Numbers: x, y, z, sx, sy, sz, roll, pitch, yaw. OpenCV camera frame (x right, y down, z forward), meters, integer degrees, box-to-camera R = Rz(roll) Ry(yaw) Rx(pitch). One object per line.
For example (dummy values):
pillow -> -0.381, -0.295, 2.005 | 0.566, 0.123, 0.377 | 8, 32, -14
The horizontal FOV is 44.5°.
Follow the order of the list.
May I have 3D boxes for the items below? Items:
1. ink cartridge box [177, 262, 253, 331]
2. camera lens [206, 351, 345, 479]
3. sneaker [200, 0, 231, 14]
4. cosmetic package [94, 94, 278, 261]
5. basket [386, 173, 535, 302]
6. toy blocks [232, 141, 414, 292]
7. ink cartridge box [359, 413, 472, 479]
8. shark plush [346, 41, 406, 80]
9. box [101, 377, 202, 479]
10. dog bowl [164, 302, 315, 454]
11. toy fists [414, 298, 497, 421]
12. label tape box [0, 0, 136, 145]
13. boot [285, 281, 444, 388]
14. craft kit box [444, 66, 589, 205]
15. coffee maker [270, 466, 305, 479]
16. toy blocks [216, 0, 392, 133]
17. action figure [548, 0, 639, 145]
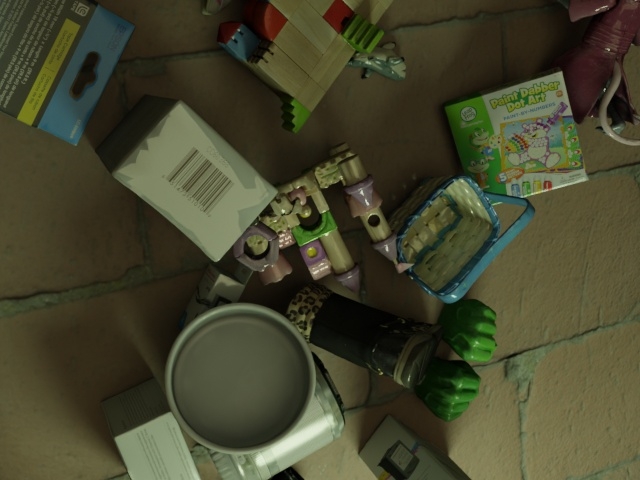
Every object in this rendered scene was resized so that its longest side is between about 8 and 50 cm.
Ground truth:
ink cartridge box -> -0.207, 0.112, 1.534 | 0.060, 0.104, 0.180 | 27, 90, -22
camera lens -> -0.104, 0.347, 1.561 | 0.274, 0.219, 0.219 | -27, 110, -14
sneaker -> -0.246, -0.498, 1.386 | 0.252, 0.103, 0.111 | 36, 86, -23
cosmetic package -> -0.241, -0.120, 1.318 | 0.217, 0.385, 0.156 | 43, 84, -20
basket -> 0.270, -0.011, 1.589 | 0.255, 0.289, 0.201 | -45, 113, -6
toy blocks -> 0.000, 0.000, 1.454 | 0.289, 0.309, 0.260 | -26, 103, 0
ink cartridge box -> 0.248, 0.539, 1.692 | 0.226, 0.306, 0.131 | 40, 86, -23
shark plush -> 0.102, -0.352, 1.581 | 0.161, 0.073, 0.067 | -11, 135, -23
box -> -0.327, 0.392, 1.507 | 0.119, 0.182, 0.181 | -23, 109, -17
dog bowl -> -0.145, 0.250, 1.412 | 0.265, 0.104, 0.264 | 2, 75, -7
toy fists -> 0.313, 0.267, 1.746 | 0.096, 0.142, 0.279 | 19, 95, -24
label tape box -> -0.519, -0.341, 1.313 | 0.334, 0.106, 0.240 | 27, 91, -24
boot -> 0.097, 0.193, 1.617 | 0.284, 0.377, 0.138 | 22, 94, 13
craft kit box -> 0.418, -0.213, 1.667 | 0.250, 0.061, 0.246 | -16, 106, 16
coffee maker -> -0.109, 0.568, 1.663 | 0.178, 0.120, 0.171 | -47, 113, -6
toy blocks -> -0.042, -0.428, 1.407 | 0.261, 0.191, 0.381 | 37, 87, -34
action figure -> 0.596, -0.420, 1.650 | 0.248, 0.275, 0.370 | 8, 112, -16
